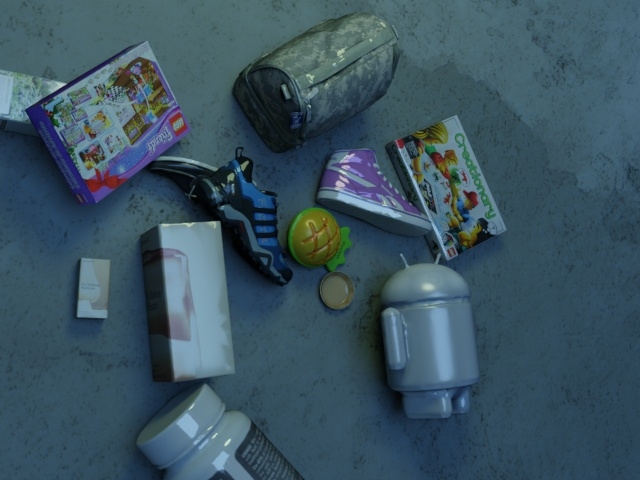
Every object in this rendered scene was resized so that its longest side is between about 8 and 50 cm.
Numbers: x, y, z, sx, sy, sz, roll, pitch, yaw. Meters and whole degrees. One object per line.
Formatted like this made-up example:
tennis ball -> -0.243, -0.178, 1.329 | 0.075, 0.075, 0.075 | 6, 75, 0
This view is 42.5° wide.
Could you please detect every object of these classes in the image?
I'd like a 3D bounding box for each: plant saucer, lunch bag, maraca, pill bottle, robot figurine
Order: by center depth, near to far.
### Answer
pill bottle -> -0.165, 0.454, 1.555 | 0.204, 0.204, 0.361 | -43, 100, -24
lunch bag -> -0.002, -0.341, 1.728 | 0.305, 0.256, 0.212 | -35, 96, -25
maraca -> 0.000, 0.000, 1.766 | 0.185, 0.099, 0.127 | 25, 87, -44
robot figurine -> 0.233, 0.202, 1.778 | 0.300, 0.200, 0.353 | 4, 79, -52
plant saucer -> 0.034, 0.109, 1.804 | 0.083, 0.015, 0.083 | 3, 82, -24

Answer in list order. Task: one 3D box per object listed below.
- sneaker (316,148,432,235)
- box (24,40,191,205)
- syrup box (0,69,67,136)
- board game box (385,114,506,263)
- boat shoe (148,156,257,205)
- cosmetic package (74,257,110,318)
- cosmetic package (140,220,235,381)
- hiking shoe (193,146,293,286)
sneaker -> 0.139, -0.118, 1.845 | 0.282, 0.102, 0.161 | 22, 70, -20
box -> -0.391, -0.226, 1.560 | 0.293, 0.057, 0.201 | -48, 123, -43
syrup box -> -0.553, -0.254, 1.551 | 0.237, 0.096, 0.093 | 8, 80, -25
board game box -> 0.298, -0.122, 1.941 | 0.193, 0.053, 0.305 | -25, 93, -26
boat shoe -> -0.242, -0.113, 1.678 | 0.233, 0.084, 0.079 | 19, 76, -25
cosmetic package -> -0.437, 0.093, 1.579 | 0.060, 0.041, 0.115 | 4, 80, -24
cosmetic package -> -0.260, 0.120, 1.596 | 0.129, 0.153, 0.296 | -3, 82, -26
hiking shoe -> -0.120, -0.033, 1.656 | 0.132, 0.113, 0.304 | -42, 127, -13
